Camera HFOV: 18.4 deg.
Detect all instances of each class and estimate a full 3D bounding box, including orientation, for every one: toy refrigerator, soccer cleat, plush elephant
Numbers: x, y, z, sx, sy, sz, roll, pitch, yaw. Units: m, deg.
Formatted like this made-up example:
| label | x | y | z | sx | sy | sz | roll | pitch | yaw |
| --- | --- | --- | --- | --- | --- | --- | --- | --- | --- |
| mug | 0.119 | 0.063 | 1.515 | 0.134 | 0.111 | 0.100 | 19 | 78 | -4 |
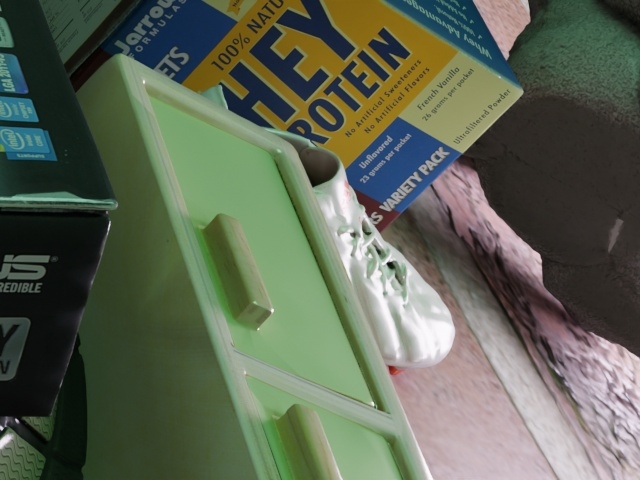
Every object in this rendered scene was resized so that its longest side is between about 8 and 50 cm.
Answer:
| label | x | y | z | sx | sy | sz | roll | pitch | yaw |
| --- | --- | --- | --- | --- | --- | --- | --- | --- | --- |
| toy refrigerator | -0.033 | 0.056 | 0.724 | 0.102 | 0.094 | 0.269 | 27 | 29 | -38 |
| soccer cleat | 0.000 | 0.000 | 0.901 | 0.196 | 0.076 | 0.068 | 31 | 26 | -32 |
| plush elephant | 0.197 | -0.093 | 1.152 | 0.330 | 0.272 | 0.255 | 24 | 46 | 11 |

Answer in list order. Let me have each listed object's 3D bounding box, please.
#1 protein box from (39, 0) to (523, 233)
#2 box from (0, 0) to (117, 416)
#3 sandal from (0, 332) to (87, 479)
| label | x | y | z | sx | sy | sz | roll | pitch | yaw |
| --- | --- | --- | --- | --- | --- | --- | --- | --- | --- |
| protein box | -0.040 | -0.128 | 0.975 | 0.200 | 0.136 | 0.201 | 27 | 28 | -38 |
| box | -0.212 | -0.081 | 0.547 | 0.242 | 0.076 | 0.307 | 3 | 39 | -24 |
| sandal | -0.136 | -0.002 | 0.661 | 0.303 | 0.086 | 0.120 | -106 | -178 | -46 |
